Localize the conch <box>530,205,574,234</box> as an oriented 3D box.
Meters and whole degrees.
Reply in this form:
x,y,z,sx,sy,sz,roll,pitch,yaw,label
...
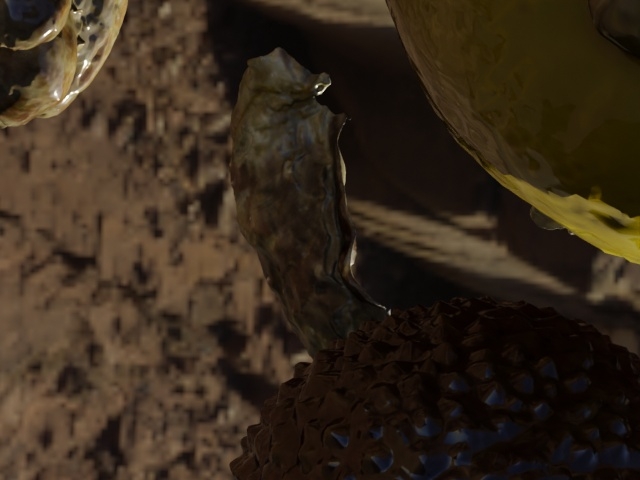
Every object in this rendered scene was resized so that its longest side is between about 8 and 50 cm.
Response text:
x,y,z,sx,sy,sz,roll,pitch,yaw,label
0.315,-0.091,1.651,0.178,0.245,0.163,38,22,-18,conch

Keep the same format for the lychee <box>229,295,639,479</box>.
x,y,z,sx,sy,sz,roll,pitch,yaw,label
0.055,0.105,0.568,0.194,0.194,0.194,1,90,-73,lychee

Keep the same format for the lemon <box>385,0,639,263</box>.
x,y,z,sx,sy,sz,roll,pitch,yaw,label
0.171,-0.146,0.626,0.348,0.348,0.348,1,90,-73,lemon

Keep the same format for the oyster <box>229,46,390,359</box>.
x,y,z,sx,sy,sz,roll,pitch,yaw,label
-0.010,0.004,1.434,0.271,0.100,0.275,56,-28,37,oyster

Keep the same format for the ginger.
x,y,z,sx,sy,sz,roll,pitch,yaw,label
-0.301,-0.229,1.721,0.304,0.155,0.244,-78,-168,-68,ginger
